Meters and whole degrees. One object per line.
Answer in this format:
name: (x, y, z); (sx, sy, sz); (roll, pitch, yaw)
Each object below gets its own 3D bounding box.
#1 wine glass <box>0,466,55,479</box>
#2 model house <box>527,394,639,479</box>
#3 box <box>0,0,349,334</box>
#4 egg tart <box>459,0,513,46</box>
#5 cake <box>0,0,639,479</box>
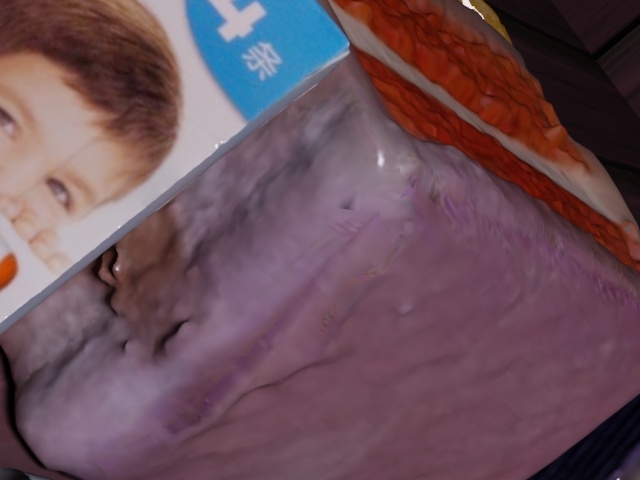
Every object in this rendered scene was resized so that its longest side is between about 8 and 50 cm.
wine glass: (-0.043, 0.156, 0.760); (0.262, 0.074, 0.074); (33, 24, -39)
model house: (0.286, 0.189, 1.277); (0.280, 0.245, 0.312); (30, -23, 31)
box: (-0.170, -0.093, 0.679); (0.273, 0.265, 0.048); (49, -22, 0)
egg tart: (0.027, -0.098, 1.267); (0.202, 0.202, 0.147); (47, 4, -9)
cake: (0.000, 0.000, 0.919); (0.309, 0.230, 0.237); (29, 30, -50)
